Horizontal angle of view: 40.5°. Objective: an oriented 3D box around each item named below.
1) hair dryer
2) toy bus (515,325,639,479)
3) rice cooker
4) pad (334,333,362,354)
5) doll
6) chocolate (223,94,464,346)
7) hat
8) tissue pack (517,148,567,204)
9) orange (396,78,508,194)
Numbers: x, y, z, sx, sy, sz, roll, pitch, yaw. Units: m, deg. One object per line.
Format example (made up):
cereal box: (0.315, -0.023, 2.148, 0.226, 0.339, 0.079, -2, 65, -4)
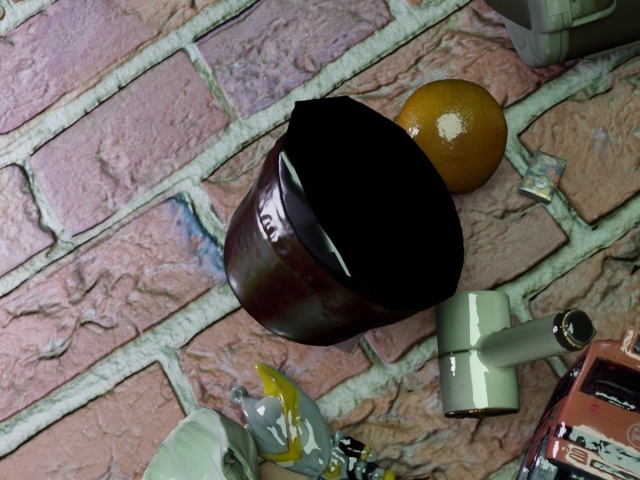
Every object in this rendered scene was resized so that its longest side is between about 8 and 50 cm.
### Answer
hair dryer: (0.302, 0.158, 1.333, 0.128, 0.362, 0.203, 4, 73, -21)
toy bus: (0.416, 0.281, 1.232, 0.203, 0.427, 0.233, 21, 77, 14)
rice cooker: (0.439, -0.468, 1.486, 0.325, 0.335, 0.335, -16, 73, 5)
pad: (0.002, 0.114, 1.567, 0.187, 0.006, 0.113, 29, 82, 16)
doll: (-0.026, 0.346, 1.465, 0.316, 0.145, 0.103, 31, 46, 10)
chocolate: (0.000, 0.000, 1.407, 0.331, 0.383, 0.384, -34, 68, 38)
hat: (-0.146, 0.436, 1.450, 0.301, 0.168, 0.258, 46, 114, -6)
tissue pack: (0.396, -0.112, 1.543, 0.063, 0.035, 0.083, 24, 79, 16)
orange: (0.228, -0.179, 1.513, 0.206, 0.206, 0.206, -3, 75, 9)
